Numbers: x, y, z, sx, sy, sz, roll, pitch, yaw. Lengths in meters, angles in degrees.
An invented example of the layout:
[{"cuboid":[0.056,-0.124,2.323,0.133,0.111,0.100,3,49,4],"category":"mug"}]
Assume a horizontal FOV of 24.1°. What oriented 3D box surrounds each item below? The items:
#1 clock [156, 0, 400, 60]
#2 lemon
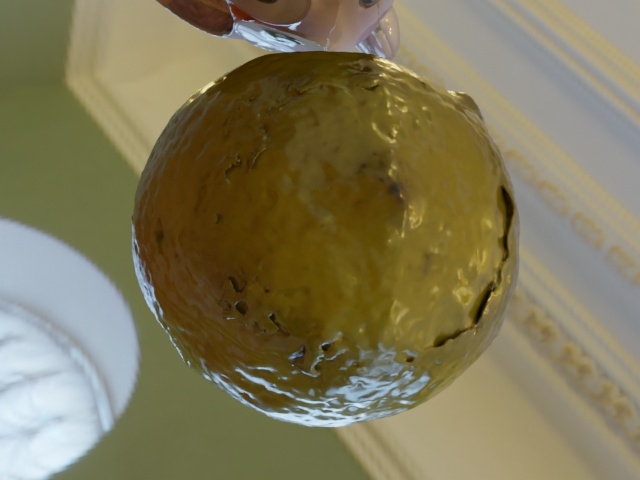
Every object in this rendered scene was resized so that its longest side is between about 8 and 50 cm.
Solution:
[{"cuboid":[-0.066,-0.355,1.486,0.376,0.250,0.368,38,-12,24],"category":"clock"},{"cuboid":[0.000,0.000,1.366,0.387,0.349,0.350,-29,-104,64],"category":"lemon"}]
